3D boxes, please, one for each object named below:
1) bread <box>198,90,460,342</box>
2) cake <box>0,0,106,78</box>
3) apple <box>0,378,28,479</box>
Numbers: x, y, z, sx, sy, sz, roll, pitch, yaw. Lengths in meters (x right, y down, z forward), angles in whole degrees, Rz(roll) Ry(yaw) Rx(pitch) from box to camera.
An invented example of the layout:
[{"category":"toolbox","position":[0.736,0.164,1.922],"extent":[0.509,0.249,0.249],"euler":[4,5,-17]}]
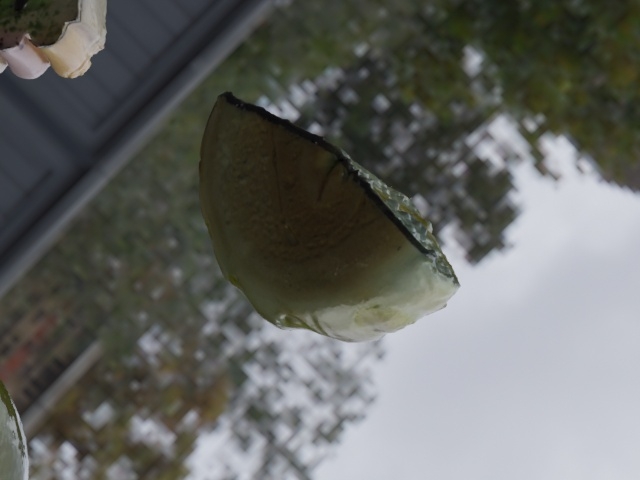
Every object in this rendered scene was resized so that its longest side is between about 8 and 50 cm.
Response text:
[{"category":"bread","position":[0.000,0.000,0.970],"extent":[0.094,0.157,0.083],"euler":[-63,151,-7]},{"category":"cake","position":[-0.255,-0.169,1.419],"extent":[0.225,0.109,0.090],"euler":[-3,170,16]},{"category":"apple","position":[-0.257,0.125,1.086],"extent":[0.196,0.196,0.157],"euler":[-37,-152,34]}]
